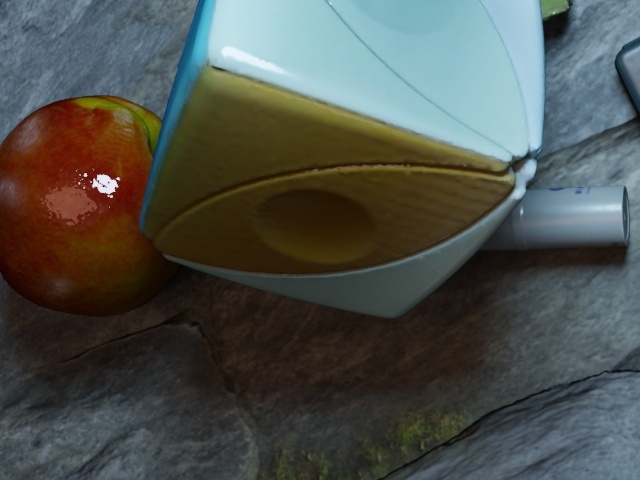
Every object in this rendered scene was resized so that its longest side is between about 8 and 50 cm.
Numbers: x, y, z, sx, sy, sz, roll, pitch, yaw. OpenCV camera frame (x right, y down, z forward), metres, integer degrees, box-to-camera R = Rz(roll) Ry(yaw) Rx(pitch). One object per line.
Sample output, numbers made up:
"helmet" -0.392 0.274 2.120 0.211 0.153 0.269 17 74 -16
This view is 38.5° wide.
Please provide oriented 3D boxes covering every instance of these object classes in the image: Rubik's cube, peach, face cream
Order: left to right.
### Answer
"peach" -0.330 -0.039 1.306 0.332 0.308 0.308 -33 80 28
"Rubik's cube" 0.018 -0.154 1.005 0.347 0.352 0.352 17 143 -11
"face cream" 0.253 -0.026 1.147 0.250 0.077 0.077 -2 93 24

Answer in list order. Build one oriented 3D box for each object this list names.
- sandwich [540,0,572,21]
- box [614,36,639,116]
"sandwich" 0.166 -0.349 1.139 0.245 0.063 0.212 -15 107 28
"box" 0.472 -0.201 1.047 0.230 0.050 0.160 -27 83 24
